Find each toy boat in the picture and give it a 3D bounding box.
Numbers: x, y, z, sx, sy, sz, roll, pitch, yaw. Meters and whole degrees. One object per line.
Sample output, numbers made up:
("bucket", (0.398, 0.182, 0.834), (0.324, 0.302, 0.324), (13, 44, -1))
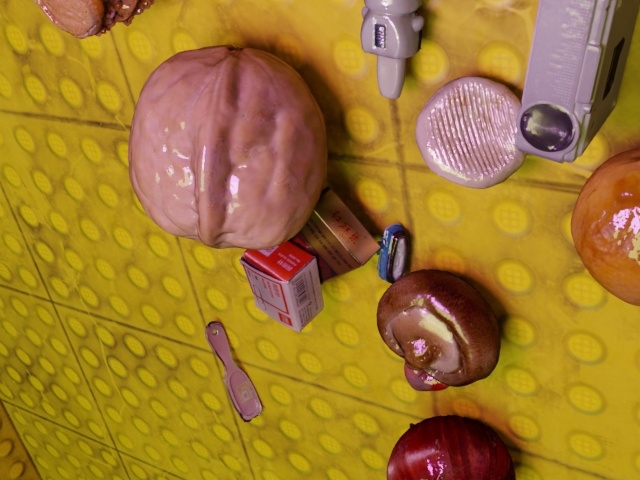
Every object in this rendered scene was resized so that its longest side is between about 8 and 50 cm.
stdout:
("toy boat", (0.136, 0.027, 1.614), (0.061, 0.060, 0.137), (43, 144, 45))

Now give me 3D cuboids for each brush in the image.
("brush", (-0.242, 0.343, 2.172), (0.067, 0.072, 0.312), (11, 129, 50))

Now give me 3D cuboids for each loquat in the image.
("loquat", (0.476, -0.020, 1.194), (0.238, 0.193, 0.238), (16, 131, 19))

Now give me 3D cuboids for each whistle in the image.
("whistle", (0.115, -0.341, 1.305), (0.110, 0.092, 0.244), (17, 130, 26))

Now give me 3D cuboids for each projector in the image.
("projector", (0.352, -0.253, 1.107), (0.099, 0.192, 0.256), (22, 134, 25))

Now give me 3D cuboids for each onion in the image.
("onion", (0.278, 0.502, 1.737), (0.276, 0.276, 0.276), (22, 134, 25))

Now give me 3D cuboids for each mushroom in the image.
("mushroom", (0.227, 0.165, 1.575), (0.253, 0.153, 0.253), (24, 137, 25))

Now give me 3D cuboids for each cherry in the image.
("cherry", (0.220, 0.266, 1.711), (0.106, 0.087, 0.126), (34, 161, -16))

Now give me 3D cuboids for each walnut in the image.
("walnut", (-0.162, -0.163, 1.476), (0.381, 0.381, 0.381), (22, 134, 25))

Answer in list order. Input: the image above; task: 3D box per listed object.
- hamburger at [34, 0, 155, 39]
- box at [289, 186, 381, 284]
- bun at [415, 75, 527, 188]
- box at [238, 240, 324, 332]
("hamburger", (-0.401, -0.484, 1.458), (0.261, 0.211, 0.245), (20, 142, 33))
("box", (0.000, 0.000, 1.654), (0.159, 0.071, 0.240), (48, 153, -8))
("bun", (0.248, -0.173, 1.324), (0.183, 0.102, 0.183), (2, 96, 14))
("box", (-0.076, 0.086, 1.692), (0.133, 0.099, 0.182), (31, 150, 28))
